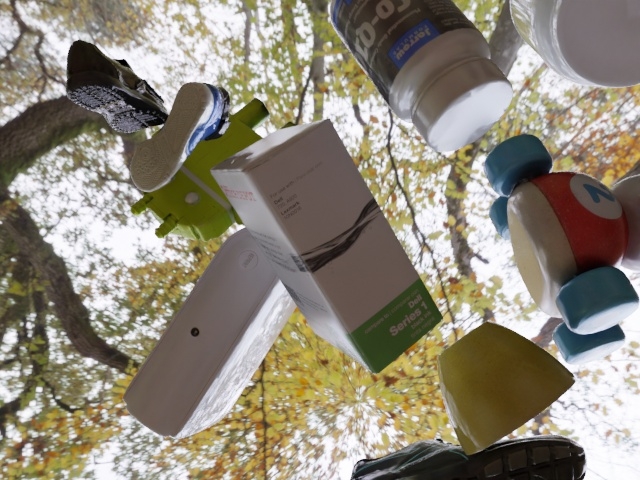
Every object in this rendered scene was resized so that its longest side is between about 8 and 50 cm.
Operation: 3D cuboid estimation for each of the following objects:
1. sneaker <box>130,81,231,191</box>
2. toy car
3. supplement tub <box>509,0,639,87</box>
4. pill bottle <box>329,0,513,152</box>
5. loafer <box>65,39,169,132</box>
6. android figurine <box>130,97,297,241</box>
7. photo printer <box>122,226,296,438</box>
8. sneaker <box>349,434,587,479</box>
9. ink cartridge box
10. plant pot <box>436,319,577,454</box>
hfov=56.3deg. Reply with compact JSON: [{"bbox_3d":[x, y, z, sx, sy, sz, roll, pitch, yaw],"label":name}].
[{"bbox_3d":[-0.161,-0.122,0.713,0.058,0.084,0.152,40,-68,9],"label":"sneaker"},{"bbox_3d":[0.337,-0.019,0.664,0.237,0.210,0.219,-23,-123,7],"label":"toy car"},{"bbox_3d":[0.449,-0.387,0.970,0.235,0.325,0.236,3,-61,6],"label":"supplement tub"},{"bbox_3d":[0.069,-0.133,0.421,0.078,0.078,0.137,-27,-117,-4],"label":"pill bottle"},{"bbox_3d":[-0.260,-0.202,0.790,0.080,0.220,0.079,-12,-95,3],"label":"loafer"},{"bbox_3d":[-0.161,-0.108,0.913,0.273,0.056,0.248,-40,-118,-18],"label":"android figurine"},{"bbox_3d":[-0.124,0.119,0.866,0.107,0.256,0.308,32,-96,11],"label":"photo printer"},{"bbox_3d":[0.158,0.253,0.661,0.267,0.106,0.101,-10,-73,-6],"label":"sneaker"},{"bbox_3d":[0.000,0.000,0.582,0.092,0.160,0.219,-35,-72,-14],"label":"ink cartridge box"},{"bbox_3d":[0.175,0.139,0.612,0.134,0.134,0.095,-33,-107,-5],"label":"plant pot"}]
